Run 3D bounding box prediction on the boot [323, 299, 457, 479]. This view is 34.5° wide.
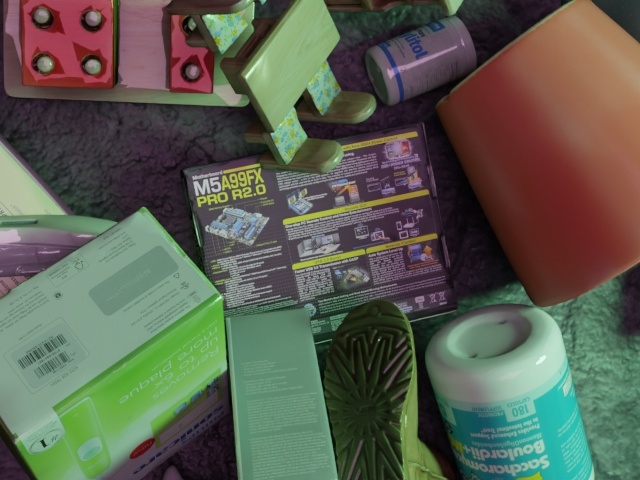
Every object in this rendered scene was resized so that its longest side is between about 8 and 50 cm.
[{"bbox_3d":[0.086,0.212,1.081,0.089,0.269,0.236,-3,68,20],"label":"boot"}]

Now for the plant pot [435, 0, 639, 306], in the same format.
[{"bbox_3d":[0.268,-0.102,1.087,0.275,0.275,0.243,-37,90,-7],"label":"plant pot"}]

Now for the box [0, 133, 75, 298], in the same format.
[{"bbox_3d":[-0.348,0.046,1.043,0.243,0.117,0.213,-43,99,-6],"label":"box"}]

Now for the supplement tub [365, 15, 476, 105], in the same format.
[{"bbox_3d":[0.110,-0.198,1.137,0.107,0.071,0.071,-24,97,-9],"label":"supplement tub"}]

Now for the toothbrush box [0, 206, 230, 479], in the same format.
[{"bbox_3d":[-0.202,0.130,0.963,0.206,0.283,0.122,-35,69,-22],"label":"toothbrush box"}]

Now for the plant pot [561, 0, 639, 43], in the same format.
[{"bbox_3d":[0.440,-0.276,1.130,0.293,0.196,0.293,0,93,-10],"label":"plant pot"}]

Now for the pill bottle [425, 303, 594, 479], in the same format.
[{"bbox_3d":[0.214,0.212,1.122,0.146,0.146,0.264,-23,114,-8],"label":"pill bottle"}]

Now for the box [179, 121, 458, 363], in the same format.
[{"bbox_3d":[0.000,0.000,1.133,0.270,0.060,0.216,-13,95,-10],"label":"box"}]

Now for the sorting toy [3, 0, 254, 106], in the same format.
[{"bbox_3d":[-0.193,-0.266,1.043,0.257,0.089,0.255,1,102,-8],"label":"sorting toy"}]

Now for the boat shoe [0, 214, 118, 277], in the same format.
[{"bbox_3d":[-0.263,0.014,0.968,0.184,0.066,0.063,-1,107,-13],"label":"boat shoe"}]

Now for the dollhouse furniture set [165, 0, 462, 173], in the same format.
[{"bbox_3d":[0.013,-0.214,1.013,0.242,0.161,0.212,-58,138,-29],"label":"dollhouse furniture set"}]

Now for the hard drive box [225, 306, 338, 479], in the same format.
[{"bbox_3d":[-0.035,0.211,1.017,0.089,0.232,0.181,-7,127,-3],"label":"hard drive box"}]

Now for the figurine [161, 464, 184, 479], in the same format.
[{"bbox_3d":[-0.226,0.326,1.099,0.215,0.092,0.209,20,85,-11],"label":"figurine"}]
